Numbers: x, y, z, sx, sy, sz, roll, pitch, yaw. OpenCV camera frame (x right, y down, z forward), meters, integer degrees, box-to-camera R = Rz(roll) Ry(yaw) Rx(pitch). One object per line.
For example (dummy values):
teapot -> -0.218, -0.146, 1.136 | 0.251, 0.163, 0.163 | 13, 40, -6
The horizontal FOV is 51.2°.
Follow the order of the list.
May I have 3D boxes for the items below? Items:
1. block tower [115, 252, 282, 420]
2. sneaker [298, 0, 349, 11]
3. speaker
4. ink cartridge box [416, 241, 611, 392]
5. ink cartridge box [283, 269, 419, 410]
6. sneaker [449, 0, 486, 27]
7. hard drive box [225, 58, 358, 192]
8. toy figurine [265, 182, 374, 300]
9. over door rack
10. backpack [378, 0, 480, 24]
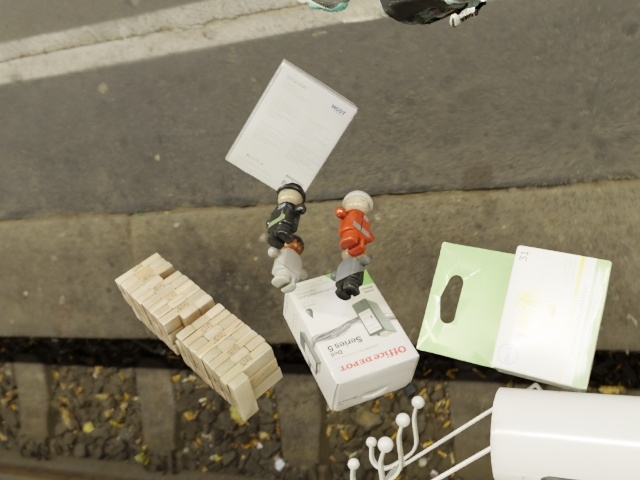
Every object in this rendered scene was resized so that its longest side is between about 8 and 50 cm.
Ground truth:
block tower -> -0.200, 0.146, 1.095 | 0.335, 0.097, 0.091 | 34, 150, 36
sneaker -> -0.019, -0.297, 0.638 | 0.167, 0.065, 0.076 | 55, 137, 2
speaker -> 0.159, 0.107, 0.348 | 0.136, 0.055, 0.055 | -1, 99, 25
ink cartridge box -> 0.255, 0.092, 0.909 | 0.235, 0.056, 0.171 | 11, 78, 24
ink cartridge box -> 0.061, 0.206, 1.466 | 0.115, 0.198, 0.273 | 98, 149, -46
sneaker -> 0.293, -0.454, 1.328 | 0.083, 0.032, 0.037 | -47, 56, 23
hard drive box -> -0.060, -0.226, 1.385 | 0.181, 0.089, 0.232 | 31, 105, -12
toy figurine -> 0.000, 0.000, 1.319 | 0.212, 0.148, 0.210 | 4, 137, 6
over door rack -> 0.180, 0.293, 0.993 | 0.324, 0.239, 0.108 | -26, 84, 19
backpack -> 0.175, -0.443, 0.991 | 0.191, 0.253, 0.225 | -9, 100, 24
